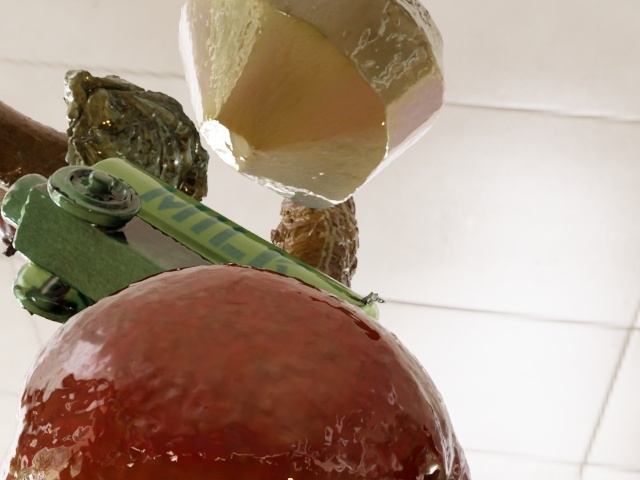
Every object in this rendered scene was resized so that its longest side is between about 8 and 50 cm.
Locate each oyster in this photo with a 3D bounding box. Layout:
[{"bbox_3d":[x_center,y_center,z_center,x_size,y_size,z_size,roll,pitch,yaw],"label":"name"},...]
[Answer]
[{"bbox_3d":[-0.159,-0.068,1.199,0.064,0.125,0.177,16,117,45],"label":"oyster"}]

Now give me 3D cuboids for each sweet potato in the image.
[{"bbox_3d":[-0.269,-0.077,1.508,0.341,0.114,0.092,21,164,-40],"label":"sweet potato"}]

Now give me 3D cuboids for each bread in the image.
[{"bbox_3d":[0.000,0.000,1.463,0.076,0.233,0.105,-15,142,25],"label":"bread"}]

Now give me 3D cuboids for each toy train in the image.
[{"bbox_3d":[-0.077,0.026,0.894,0.253,0.157,0.105,30,114,20],"label":"toy train"}]

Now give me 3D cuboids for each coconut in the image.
[{"bbox_3d":[-0.015,-0.152,1.299,0.259,0.259,0.259,7,146,4],"label":"coconut"}]

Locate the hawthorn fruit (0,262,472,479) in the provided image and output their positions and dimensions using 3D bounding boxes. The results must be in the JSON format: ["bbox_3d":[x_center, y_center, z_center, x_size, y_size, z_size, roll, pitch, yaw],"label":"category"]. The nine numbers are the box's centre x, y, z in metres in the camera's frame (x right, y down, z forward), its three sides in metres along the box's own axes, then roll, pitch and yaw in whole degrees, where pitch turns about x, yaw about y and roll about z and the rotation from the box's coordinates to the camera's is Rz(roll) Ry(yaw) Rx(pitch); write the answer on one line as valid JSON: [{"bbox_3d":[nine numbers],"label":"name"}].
[{"bbox_3d":[-0.019,0.107,0.580,0.225,0.197,0.196,3,147,25],"label":"hawthorn fruit"}]

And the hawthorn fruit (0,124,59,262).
[{"bbox_3d":[-0.405,-0.055,2.013,0.185,0.202,0.185,18,151,10],"label":"hawthorn fruit"}]
